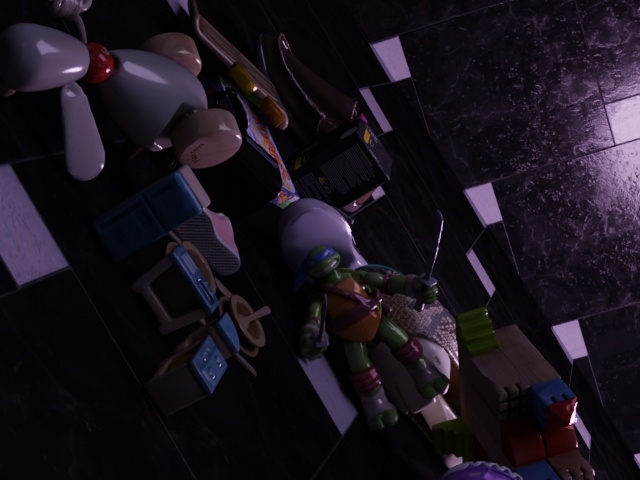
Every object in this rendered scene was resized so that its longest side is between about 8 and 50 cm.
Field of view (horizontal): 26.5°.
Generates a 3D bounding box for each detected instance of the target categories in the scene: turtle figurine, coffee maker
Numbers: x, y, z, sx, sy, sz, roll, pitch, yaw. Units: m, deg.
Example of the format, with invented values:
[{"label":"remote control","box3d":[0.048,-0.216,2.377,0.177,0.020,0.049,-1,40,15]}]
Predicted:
[{"label":"turtle figurine","box3d":[0.078,0.132,1.920,0.198,0.274,0.266,-44,111,-40]},{"label":"coffee maker","box3d":[-0.145,-0.103,1.827,0.178,0.120,0.171,45,44,-42]}]

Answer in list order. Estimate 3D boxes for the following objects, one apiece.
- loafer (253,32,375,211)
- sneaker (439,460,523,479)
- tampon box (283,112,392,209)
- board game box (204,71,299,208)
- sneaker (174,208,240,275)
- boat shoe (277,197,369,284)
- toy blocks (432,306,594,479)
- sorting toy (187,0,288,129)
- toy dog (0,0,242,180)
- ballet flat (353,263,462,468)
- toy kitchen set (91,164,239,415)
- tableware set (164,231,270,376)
[{"label":"loafer","box3d":[0.008,-0.234,2.491,0.366,0.130,0.134,57,15,-10]},{"label":"sneaker","box3d":[0.262,0.376,1.792,0.236,0.095,0.104,28,18,-7]},{"label":"tampon box","box3d":[0.025,-0.120,2.273,0.101,0.161,0.120,56,15,-14]},{"label":"board game box","box3d":[-0.111,-0.156,2.143,0.136,0.035,0.201,28,34,-63]},{"label":"sneaker","box3d":[-0.150,-0.020,1.733,0.134,0.051,0.070,53,15,-37]},{"label":"boat shoe","box3d":[0.004,-0.002,2.083,0.306,0.113,0.105,41,17,-57]},{"label":"toy blocks","box3d":[0.300,0.316,1.975,0.261,0.190,0.381,-125,-155,-55]},{"label":"sorting toy","box3d":[-0.136,-0.269,2.157,0.229,0.041,0.307,47,8,-19]},{"label":"toy dog","box3d":[-0.253,-0.161,1.560,0.333,0.161,0.220,28,35,-36]},{"label":"ballet flat","box3d":[0.184,0.239,2.146,0.483,0.164,0.182,53,25,-37]},{"label":"toy kitchen set","box3d":[-0.154,0.050,1.444,0.207,0.122,0.166,57,15,-8]},{"label":"tableware set","box3d":[-0.122,0.067,1.677,0.194,0.039,0.128,49,18,-35]}]
